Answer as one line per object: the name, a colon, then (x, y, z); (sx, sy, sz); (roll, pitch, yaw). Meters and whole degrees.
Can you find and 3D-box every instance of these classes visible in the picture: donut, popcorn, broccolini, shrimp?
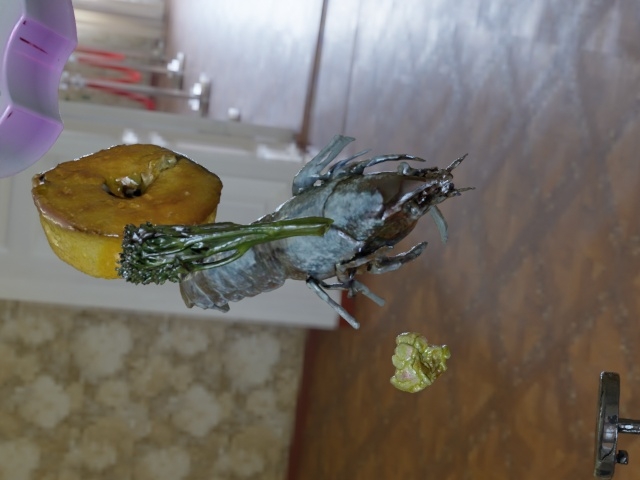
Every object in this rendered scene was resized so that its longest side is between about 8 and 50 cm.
donut: (-0.250, -0.044, 1.701); (0.253, 0.253, 0.118); (-115, 19, -63)
popcorn: (0.158, 0.202, 2.137); (0.097, 0.089, 0.109); (-68, -16, -3)
broccolini: (-0.088, 0.009, 1.177); (0.074, 0.201, 0.058); (11, -103, -83)
shrimp: (0.001, -0.001, 1.491); (0.166, 0.410, 0.221); (14, -121, -67)

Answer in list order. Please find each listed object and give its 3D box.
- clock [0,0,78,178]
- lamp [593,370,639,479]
clock: (-0.435, -0.210, 1.471); (0.102, 0.338, 0.339); (23, -111, -65)
lamp: (0.445, 0.147, 1.336); (0.130, 0.371, 0.109); (-62, -47, -66)
